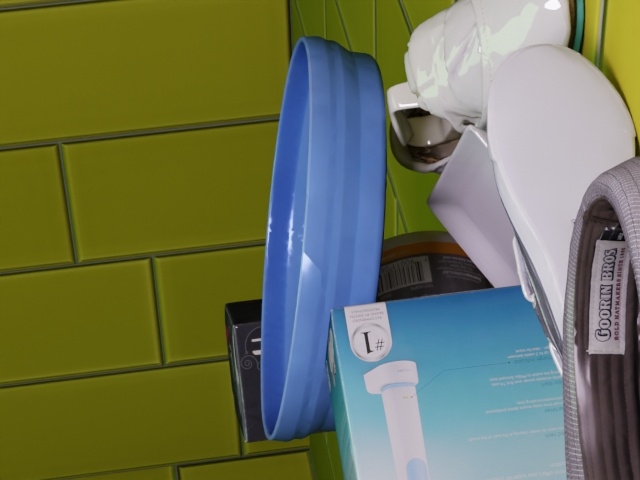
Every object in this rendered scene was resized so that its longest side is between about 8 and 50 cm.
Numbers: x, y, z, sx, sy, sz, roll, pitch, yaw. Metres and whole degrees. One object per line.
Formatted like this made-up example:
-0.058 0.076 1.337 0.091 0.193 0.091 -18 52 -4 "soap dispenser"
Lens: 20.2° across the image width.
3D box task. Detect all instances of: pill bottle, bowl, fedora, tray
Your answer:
0.114 0.142 1.796 0.162 0.162 0.278 92 172 -56 "pill bottle"
0.000 0.000 1.736 0.391 0.077 0.391 -175 90 -84 "bowl"
0.212 0.089 0.995 0.244 0.124 0.275 96 175 -57 "fedora"
0.165 -0.018 1.592 0.145 0.030 0.270 50 169 7 "tray"

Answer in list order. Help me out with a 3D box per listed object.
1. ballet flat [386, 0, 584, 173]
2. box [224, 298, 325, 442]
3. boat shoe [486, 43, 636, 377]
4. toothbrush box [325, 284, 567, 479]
0.127 -0.133 1.558 0.400 0.139 0.139 107 156 -75 "ballet flat"
0.031 0.136 2.106 0.165 0.270 0.143 -138 41 -81 "box"
0.187 0.002 1.295 0.102 0.108 0.301 98 158 -62 "boat shoe"
0.132 0.198 1.471 0.126 0.216 0.295 94 167 -64 "toothbrush box"
